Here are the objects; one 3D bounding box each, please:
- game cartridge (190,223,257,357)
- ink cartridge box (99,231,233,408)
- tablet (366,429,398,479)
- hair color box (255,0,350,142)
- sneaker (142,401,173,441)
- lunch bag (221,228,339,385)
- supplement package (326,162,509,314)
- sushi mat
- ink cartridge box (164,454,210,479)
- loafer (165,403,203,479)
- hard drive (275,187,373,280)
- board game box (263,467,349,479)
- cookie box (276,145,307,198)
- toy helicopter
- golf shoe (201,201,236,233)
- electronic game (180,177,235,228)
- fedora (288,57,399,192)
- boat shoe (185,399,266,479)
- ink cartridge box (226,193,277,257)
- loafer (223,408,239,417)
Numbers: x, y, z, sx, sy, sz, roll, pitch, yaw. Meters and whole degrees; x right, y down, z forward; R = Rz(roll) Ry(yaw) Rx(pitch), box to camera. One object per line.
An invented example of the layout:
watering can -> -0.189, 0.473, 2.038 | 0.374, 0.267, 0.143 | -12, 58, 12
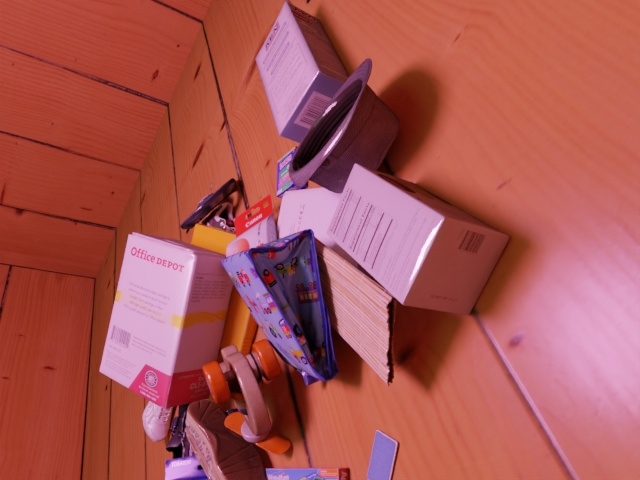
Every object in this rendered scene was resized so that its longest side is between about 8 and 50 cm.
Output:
game cartridge -> -0.271, 0.136, 1.332 | 0.285, 0.053, 0.323 | 15, 93, 35
ink cartridge box -> -0.396, 0.195, 1.281 | 0.279, 0.160, 0.384 | 13, 92, 34
tablet -> 0.101, 0.359, 0.797 | 0.054, 0.006, 0.083 | 8, 85, 58
hair color box -> -0.051, -0.427, 1.243 | 0.185, 0.114, 0.374 | -51, 40, 33
sneaker -> -0.521, 0.542, 1.617 | 0.115, 0.090, 0.232 | -24, 59, 47
lunch bag -> -0.066, 0.146, 0.952 | 0.221, 0.138, 0.293 | -15, 94, 67
supplement package -> 0.136, -0.010, 0.762 | 0.244, 0.139, 0.133 | 44, 117, 53
sushi mat -> 0.040, 0.103, 0.840 | 0.316, 0.019, 0.151 | -144, 47, -61
ink cartridge box -> -0.252, 0.586, 1.084 | 0.045, 0.223, 0.224 | 74, -174, -57
loafer -> -0.340, 0.527, 1.207 | 0.109, 0.095, 0.302 | -58, 38, 43
hard drive -> 0.000, 0.000, 1.057 | 0.353, 0.047, 0.233 | 4, 81, 58
board game box -> -0.037, 0.512, 0.931 | 0.281, 0.027, 0.145 | -32, 53, 49
cookie box -> -0.073, -0.170, 1.242 | 0.092, 0.040, 0.107 | -29, 54, 50
toy helicopter -> -0.172, 0.345, 1.100 | 0.234, 0.140, 0.355 | 70, 159, -2
golf shoe -> -0.305, -0.001, 1.481 | 0.120, 0.105, 0.272 | -47, 42, 30
electronic game -> -0.357, -0.117, 1.559 | 0.229, 0.048, 0.229 | -41, 10, 9
fedora -> 0.057, -0.193, 0.940 | 0.275, 0.124, 0.243 | -47, 21, 29
boat shoe -> -0.217, 0.478, 1.086 | 0.285, 0.105, 0.089 | 39, 116, 44
ink cartridge box -> -0.177, -0.020, 1.222 | 0.145, 0.045, 0.179 | -31, 55, 28
loafer -> -0.235, 0.511, 1.200 | 0.078, 0.076, 0.223 | 45, 120, 48
